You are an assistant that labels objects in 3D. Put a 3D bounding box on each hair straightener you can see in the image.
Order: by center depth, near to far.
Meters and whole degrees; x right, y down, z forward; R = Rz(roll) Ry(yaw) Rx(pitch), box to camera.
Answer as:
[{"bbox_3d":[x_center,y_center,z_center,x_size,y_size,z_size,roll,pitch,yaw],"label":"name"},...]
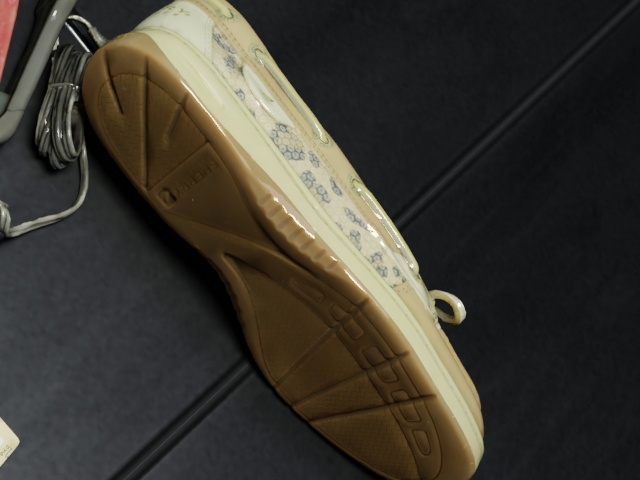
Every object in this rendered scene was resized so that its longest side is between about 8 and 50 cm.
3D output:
[{"bbox_3d":[-0.127,-0.100,0.847,0.089,0.047,0.230,22,57,-26],"label":"hair straightener"}]

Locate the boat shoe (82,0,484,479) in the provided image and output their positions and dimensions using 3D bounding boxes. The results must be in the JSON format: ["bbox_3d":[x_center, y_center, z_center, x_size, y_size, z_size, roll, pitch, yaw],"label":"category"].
[{"bbox_3d":[0.000,0.000,0.848,0.285,0.104,0.089,55,46,-12],"label":"boat shoe"}]

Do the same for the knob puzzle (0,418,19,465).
[{"bbox_3d":[-0.239,0.073,0.694,0.213,0.030,0.213,16,60,-30],"label":"knob puzzle"}]
